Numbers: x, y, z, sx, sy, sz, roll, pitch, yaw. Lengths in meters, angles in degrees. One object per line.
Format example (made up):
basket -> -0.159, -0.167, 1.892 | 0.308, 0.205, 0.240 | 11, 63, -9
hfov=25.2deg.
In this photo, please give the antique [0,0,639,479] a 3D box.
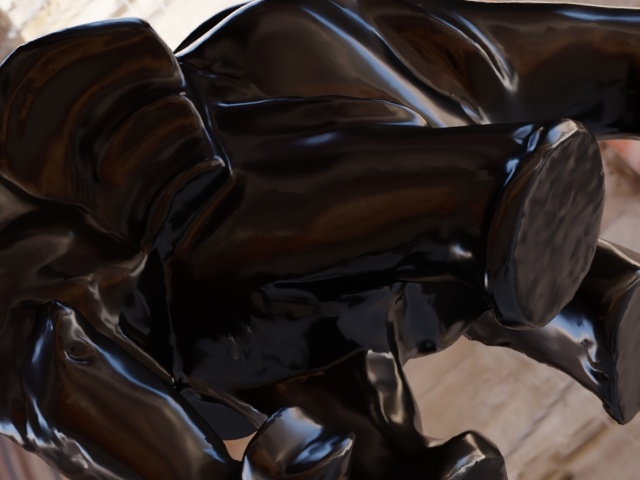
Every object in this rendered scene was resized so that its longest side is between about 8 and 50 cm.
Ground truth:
antique -> 0.000, 0.000, 0.590 | 0.322, 0.255, 0.185 | -40, -44, -42
